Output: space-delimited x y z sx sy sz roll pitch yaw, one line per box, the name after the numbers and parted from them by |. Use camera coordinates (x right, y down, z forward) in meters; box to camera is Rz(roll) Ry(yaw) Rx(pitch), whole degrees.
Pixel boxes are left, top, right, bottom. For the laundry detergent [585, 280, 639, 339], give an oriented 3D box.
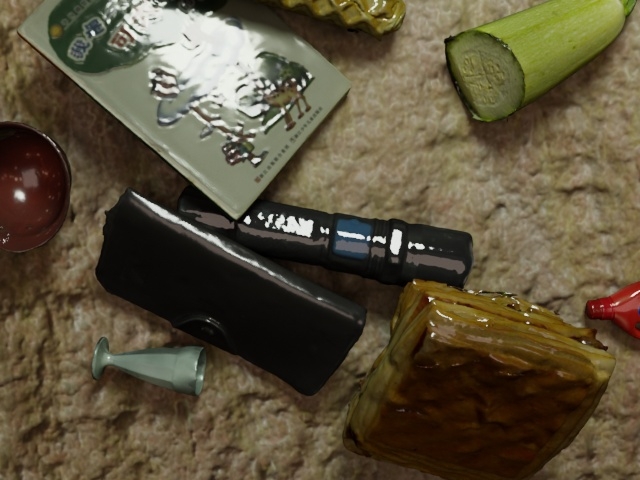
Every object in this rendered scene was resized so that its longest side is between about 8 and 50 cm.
0.471 0.103 1.028 0.165 0.049 0.098 -4 101 3 | laundry detergent

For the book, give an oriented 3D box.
-0.171 -0.240 0.949 0.371 0.043 0.260 40 75 -5 | book

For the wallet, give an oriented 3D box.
-0.135 0.078 0.984 0.377 0.051 0.197 28 129 -4 | wallet

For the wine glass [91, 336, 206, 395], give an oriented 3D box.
-0.248 0.180 1.031 0.154 0.073 0.074 9 97 3 | wine glass

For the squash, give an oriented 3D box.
0.324 -0.267 0.944 0.287 0.137 0.137 -24 96 1 | squash

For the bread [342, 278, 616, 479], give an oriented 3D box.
0.199 0.185 0.950 0.277 0.167 0.325 16 132 -3 | bread

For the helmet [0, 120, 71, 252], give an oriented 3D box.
-0.407 -0.078 0.979 0.154 0.106 0.175 -8 101 0 | helmet

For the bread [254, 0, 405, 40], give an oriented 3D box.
-0.060 -0.346 0.928 0.367 0.077 0.084 12 66 -14 | bread

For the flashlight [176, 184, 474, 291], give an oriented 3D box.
0.000 0.000 0.992 0.423 0.103 0.103 10 97 1 | flashlight
